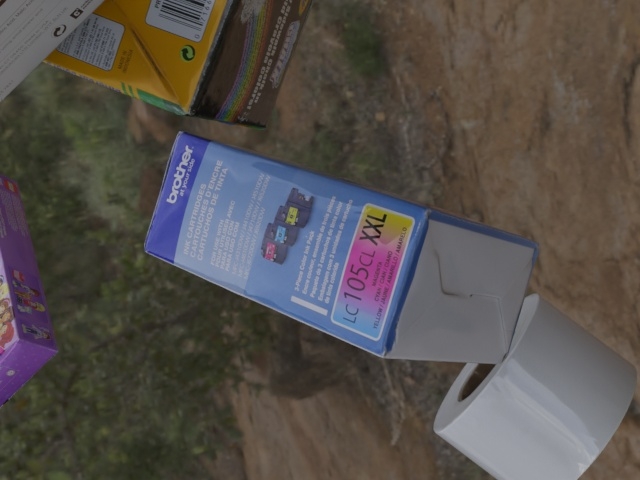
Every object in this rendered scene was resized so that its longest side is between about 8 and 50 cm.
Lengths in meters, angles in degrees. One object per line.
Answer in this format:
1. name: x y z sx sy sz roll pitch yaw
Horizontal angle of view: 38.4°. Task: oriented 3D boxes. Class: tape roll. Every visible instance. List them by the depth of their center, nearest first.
1. tape roll: 0.296 0.220 1.281 0.169 0.246 0.246 37 148 3

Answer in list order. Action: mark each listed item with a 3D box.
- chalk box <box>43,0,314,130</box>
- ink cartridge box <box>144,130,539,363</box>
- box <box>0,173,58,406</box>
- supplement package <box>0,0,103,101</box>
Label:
1. chalk box: -0.114 -0.209 0.787 0.289 0.179 0.180 -22 -46 -80
2. ink cartridge box: 0.000 0.000 1.020 0.395 0.270 0.151 18 93 36
3. box: -0.422 0.077 1.096 0.201 0.057 0.293 -43 48 16
4. supplement package: -0.288 -0.187 0.509 0.177 0.175 0.293 52 -170 12
